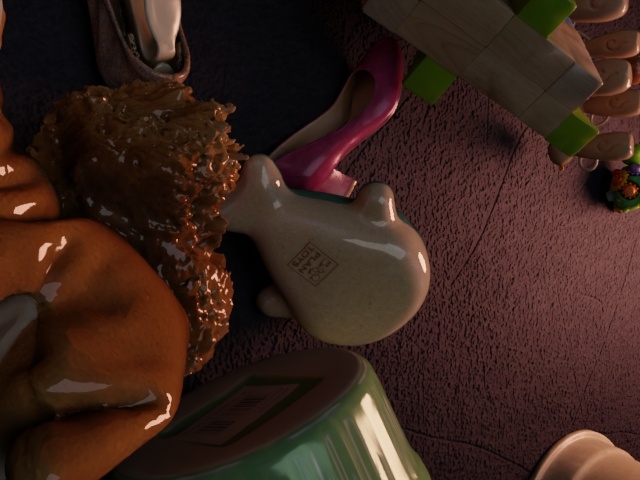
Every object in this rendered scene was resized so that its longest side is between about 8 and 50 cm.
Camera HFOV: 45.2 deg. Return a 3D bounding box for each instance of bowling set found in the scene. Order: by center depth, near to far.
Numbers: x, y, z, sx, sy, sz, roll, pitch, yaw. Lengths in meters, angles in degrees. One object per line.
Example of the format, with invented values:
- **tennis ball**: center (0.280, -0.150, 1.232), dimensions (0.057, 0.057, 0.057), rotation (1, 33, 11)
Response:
- **bowling set**: center (0.432, -0.254, 1.236), dimensions (0.200, 0.154, 0.286), rotation (-7, 95, -57)

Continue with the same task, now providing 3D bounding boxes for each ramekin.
- **ramekin**: center (-0.055, 0.227, 0.759), dimensions (0.303, 0.303, 0.148), rotation (-27, 101, -34)

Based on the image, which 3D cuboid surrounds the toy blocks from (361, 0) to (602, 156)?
- **toy blocks**: center (0.196, -0.304, 0.981), dimensions (0.381, 0.190, 0.260), rotation (29, 35, -19)

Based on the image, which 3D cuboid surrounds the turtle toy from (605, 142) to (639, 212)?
- **turtle toy**: center (0.548, -0.109, 1.353), dimensions (0.066, 0.095, 0.130), rotation (25, 75, -14)

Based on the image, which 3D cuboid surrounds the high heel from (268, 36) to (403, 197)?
- **high heel**: center (0.017, -0.161, 0.933), dimensions (0.117, 0.082, 0.244), rotation (30, 83, -37)

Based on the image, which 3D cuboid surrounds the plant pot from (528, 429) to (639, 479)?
- **plant pot**: center (0.535, 0.503, 1.225), dimensions (0.334, 0.305, 0.333), rotation (-2, 93, -39)

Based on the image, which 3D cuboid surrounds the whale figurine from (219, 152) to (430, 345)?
- **whale figurine**: center (0.000, 0.000, 0.892), dimensions (0.272, 0.141, 0.216), rotation (35, 114, -19)

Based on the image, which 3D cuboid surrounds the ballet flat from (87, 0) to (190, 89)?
- **ballet flat**: center (-0.186, -0.292, 0.744), dimensions (0.108, 0.106, 0.315), rotation (-23, 106, -35)

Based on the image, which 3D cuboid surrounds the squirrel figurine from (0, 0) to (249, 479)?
- **squirrel figurine**: center (-0.249, -0.017, 0.651), dimensions (0.397, 0.281, 0.370), rotation (-29, 100, -49)
